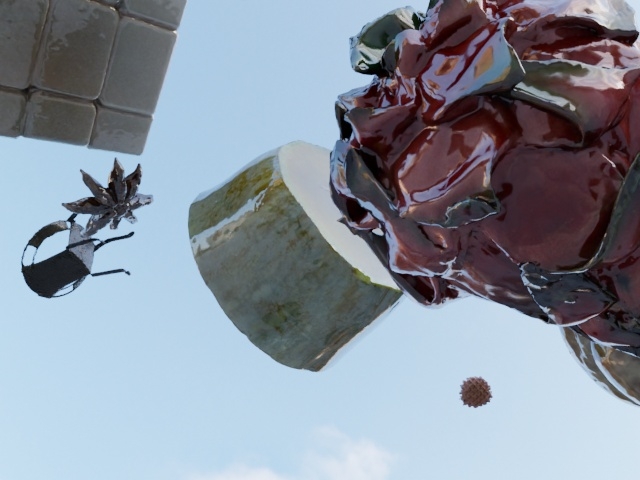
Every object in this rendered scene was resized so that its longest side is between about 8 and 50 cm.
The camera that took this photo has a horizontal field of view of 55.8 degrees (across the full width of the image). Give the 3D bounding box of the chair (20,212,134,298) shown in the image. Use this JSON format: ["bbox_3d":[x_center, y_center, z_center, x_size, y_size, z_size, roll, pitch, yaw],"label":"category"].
[{"bbox_3d":[-0.531,0.028,1.324,0.213,0.149,0.174,-22,-46,1],"label":"chair"}]

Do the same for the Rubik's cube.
[{"bbox_3d":[-0.454,-0.357,1.005,0.316,0.322,0.318,5,-63,-42],"label":"Rubik's cube"}]

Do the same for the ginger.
[{"bbox_3d":[0.382,0.131,0.691,0.155,0.304,0.244,-31,-86,13],"label":"ginger"}]

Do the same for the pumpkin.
[{"bbox_3d":[0.000,0.000,0.875,0.199,0.332,0.332,-39,-68,22],"label":"pumpkin"}]

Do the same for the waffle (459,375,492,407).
[{"bbox_3d":[0.378,0.372,1.481,0.084,0.029,0.075,-5,-100,-3],"label":"waffle"}]

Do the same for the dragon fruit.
[{"bbox_3d":[0.134,-0.031,0.397,0.234,0.234,0.293,-30,-86,18],"label":"dragon fruit"}]

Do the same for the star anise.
[{"bbox_3d":[-0.307,-0.060,0.896,0.141,0.042,0.141,-30,-38,-27],"label":"star anise"}]
